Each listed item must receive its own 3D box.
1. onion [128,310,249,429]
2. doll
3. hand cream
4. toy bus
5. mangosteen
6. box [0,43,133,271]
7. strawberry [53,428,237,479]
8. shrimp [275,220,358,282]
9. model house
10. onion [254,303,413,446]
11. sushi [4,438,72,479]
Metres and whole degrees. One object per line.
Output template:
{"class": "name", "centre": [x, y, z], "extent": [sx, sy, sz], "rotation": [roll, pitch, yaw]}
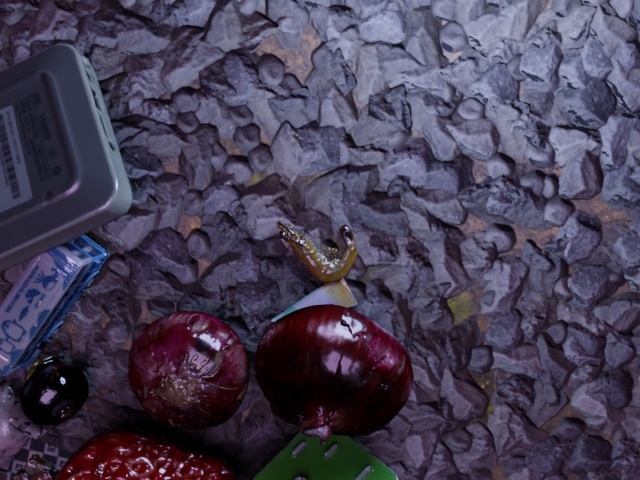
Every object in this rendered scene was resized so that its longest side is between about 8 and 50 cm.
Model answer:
{"class": "onion", "centre": [-0.253, 0.254, 1.147], "extent": [0.247, 0.190, 0.246], "rotation": [6, 113, 15]}
{"class": "doll", "centre": [-0.682, 0.399, 1.227], "extent": [0.192, 0.095, 0.149], "rotation": [-42, 88, 8]}
{"class": "hand cream", "centre": [-0.017, 0.140, 1.198], "extent": [0.174, 0.047, 0.076], "rotation": [-28, 93, -3]}
{"class": "toy bus", "centre": [-0.562, 0.123, 1.167], "extent": [0.106, 0.131, 0.297], "rotation": [37, 97, -1]}
{"class": "mangosteen", "centre": [-0.560, 0.305, 1.204], "extent": [0.151, 0.137, 0.137], "rotation": [39, 99, 31]}
{"class": "box", "centre": [-0.567, -0.153, 1.093], "extent": [0.373, 0.090, 0.367], "rotation": [-24, 75, 6]}
{"class": "strawberry", "centre": [-0.338, 0.503, 1.153], "extent": [0.345, 0.295, 0.317], "rotation": [-9, 135, -22]}
{"class": "shrimp", "centre": [0.000, 0.000, 1.179], "extent": [0.124, 0.034, 0.178], "rotation": [-43, 91, 1]}
{"class": "model house", "centre": [-0.011, 0.588, 1.177], "extent": [0.243, 0.312, 0.358], "rotation": [29, 57, 33]}
{"class": "onion", "centre": [0.019, 0.258, 1.089], "extent": [0.314, 0.232, 0.313], "rotation": [9, 131, 10]}
{"class": "sushi", "centre": [-0.594, 0.524, 1.272], "extent": [0.201, 0.031, 0.139], "rotation": [21, 97, -1]}
